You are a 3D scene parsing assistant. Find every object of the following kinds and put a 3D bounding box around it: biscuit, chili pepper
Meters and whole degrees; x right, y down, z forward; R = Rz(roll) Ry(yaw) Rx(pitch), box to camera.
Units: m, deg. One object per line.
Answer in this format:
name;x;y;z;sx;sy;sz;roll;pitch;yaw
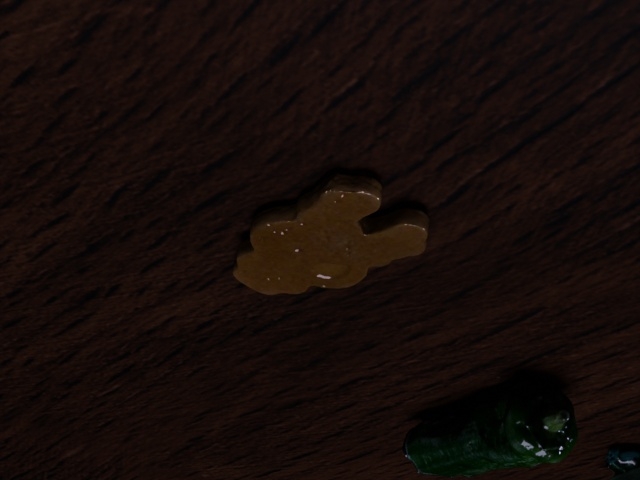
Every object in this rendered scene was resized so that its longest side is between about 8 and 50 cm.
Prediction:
biscuit;0.002;0.002;1.263;0.144;0.040;0.236;36;140;-28
chili pepper;0.235;0.250;1.555;0.136;0.099;0.270;29;147;-17

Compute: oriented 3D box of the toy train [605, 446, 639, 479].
toy train;0.488;0.336;1.639;0.163;0.112;0.203;14;151;-26
